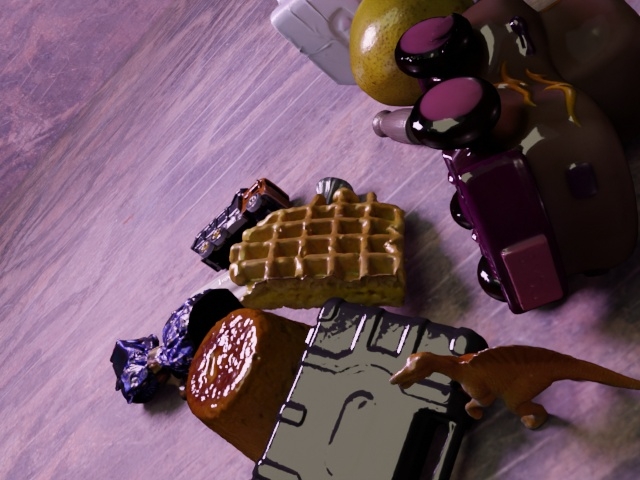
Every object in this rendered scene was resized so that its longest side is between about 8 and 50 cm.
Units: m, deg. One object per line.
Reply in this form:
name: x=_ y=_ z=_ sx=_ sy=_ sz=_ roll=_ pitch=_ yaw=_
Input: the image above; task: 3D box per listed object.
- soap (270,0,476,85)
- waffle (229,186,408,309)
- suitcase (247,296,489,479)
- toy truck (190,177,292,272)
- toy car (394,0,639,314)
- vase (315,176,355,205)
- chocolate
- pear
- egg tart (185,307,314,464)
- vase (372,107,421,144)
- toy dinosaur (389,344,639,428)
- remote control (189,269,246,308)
soap: x=0.112 y=-0.413 z=1.138 sx=0.347 sy=0.208 sz=0.115 roll=-28 pitch=43 yaw=34
waffle: x=0.000 y=0.000 z=0.925 sx=0.229 sy=0.057 sz=0.219 roll=-1 pitch=35 yaw=9
suitcase: x=0.043 y=0.209 z=0.741 sx=0.206 sy=0.066 sz=0.285 roll=10 pitch=67 yaw=34
toy truck: x=-0.133 y=-0.021 z=1.211 sx=0.192 sy=0.083 sz=0.092 roll=-41 pitch=30 yaw=22
toy car: x=0.226 y=-0.107 z=0.710 sx=0.240 sy=0.271 sz=0.340 roll=-21 pitch=45 yaw=12
vase: x=0.003 y=-0.023 z=1.050 sx=0.081 sy=0.081 sz=0.148 roll=-11 pitch=49 yaw=48
chocolate: x=-0.256 y=0.195 z=1.149 sx=0.343 sy=0.126 sz=0.148 roll=-31 pitch=84 yaw=37
pear: x=0.134 y=-0.289 z=1.018 sx=0.198 sy=0.198 sz=0.198 roll=-33 pitch=39 yaw=31
egg tart: x=-0.075 y=0.179 z=0.897 sx=0.203 sy=0.147 sz=0.202 roll=-35 pitch=37 yaw=32
vase: x=0.120 y=-0.171 z=1.053 sx=0.053 sy=0.053 sz=0.101 roll=-58 pitch=28 yaw=-5
toy dinosaur: x=0.184 y=0.111 z=0.632 sx=0.212 sy=0.142 sz=0.057 roll=-28 pitch=42 yaw=31
remote control: x=-0.149 y=0.083 z=1.168 sx=0.230 sy=0.049 sz=0.090 roll=-32 pitch=37 yaw=34
